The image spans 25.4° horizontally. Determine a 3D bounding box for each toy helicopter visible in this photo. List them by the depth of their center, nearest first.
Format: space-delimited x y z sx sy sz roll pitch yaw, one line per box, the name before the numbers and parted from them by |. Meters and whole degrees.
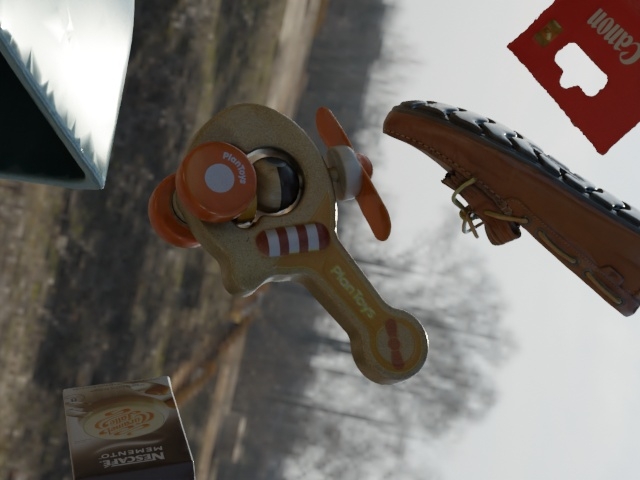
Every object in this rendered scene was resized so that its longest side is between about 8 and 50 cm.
toy helicopter | 0.000 0.000 1.548 0.235 0.355 0.140 -41 -178 -26

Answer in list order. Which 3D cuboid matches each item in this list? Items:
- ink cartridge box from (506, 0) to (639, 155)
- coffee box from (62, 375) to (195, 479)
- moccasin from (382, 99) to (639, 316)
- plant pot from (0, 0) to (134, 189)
ink cartridge box | 0.212 -0.180 0.878 0.224 0.056 0.181 -42 -150 11
coffee box | -0.231 0.263 1.718 0.246 0.141 0.098 -126 -149 -67
moccasin | 0.236 -0.042 1.708 0.147 0.380 0.139 -58 -178 16
plant pot | -0.266 -0.214 1.017 0.248 0.247 0.252 67 35 -61
